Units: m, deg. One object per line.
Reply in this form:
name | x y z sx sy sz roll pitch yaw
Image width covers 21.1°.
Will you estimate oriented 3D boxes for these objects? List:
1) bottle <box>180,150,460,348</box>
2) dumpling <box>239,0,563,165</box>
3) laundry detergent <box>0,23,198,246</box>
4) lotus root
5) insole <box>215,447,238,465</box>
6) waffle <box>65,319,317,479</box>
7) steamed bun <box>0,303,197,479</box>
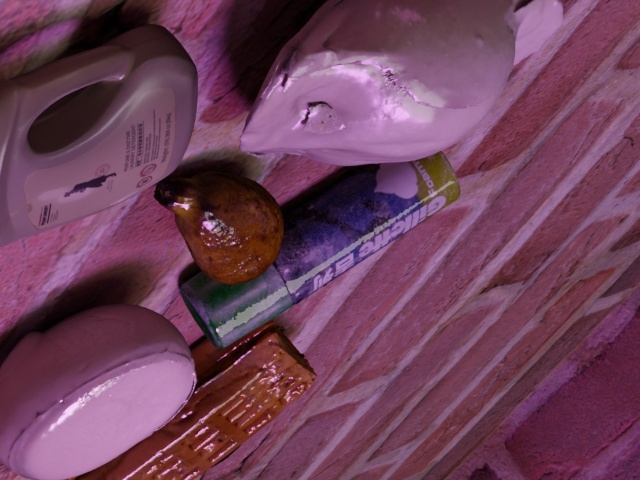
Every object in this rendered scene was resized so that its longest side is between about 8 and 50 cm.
bottle | 0.000 0.000 1.936 0.330 0.093 0.093 -33 161 -11
dumpling | 0.056 -0.143 1.596 0.341 0.181 0.260 -49 -177 -41
laundry detergent | -0.224 -0.076 1.377 0.253 0.091 0.181 -25 156 -30
lotus root | -0.101 -0.020 1.726 0.108 0.094 0.190 -70 157 -10
insole | -0.208 0.313 2.431 0.109 0.007 0.322 -43 160 23
waffle | -0.164 0.224 2.170 0.327 0.098 0.224 -35 163 -1
steamed bun | -0.248 0.150 1.795 0.228 0.131 0.177 -32 150 -9
